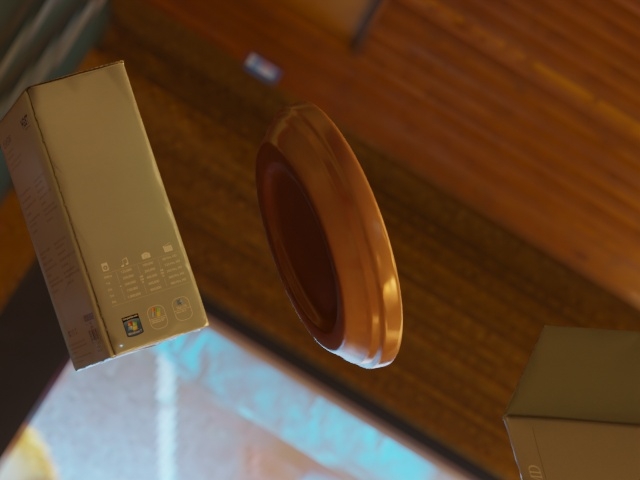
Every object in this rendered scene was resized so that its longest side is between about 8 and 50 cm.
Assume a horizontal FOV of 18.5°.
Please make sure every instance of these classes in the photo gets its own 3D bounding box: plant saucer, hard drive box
[{"bbox_3d":[0.000,0.000,1.400,0.037,0.200,0.200,-18,165,-16],"label":"plant saucer"},{"bbox_3d":[-0.190,-0.015,1.667,0.089,0.232,0.181,-18,179,-19],"label":"hard drive box"}]

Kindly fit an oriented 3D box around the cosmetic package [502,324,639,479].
[{"bbox_3d":[0.255,0.137,1.316,0.107,0.238,0.127,-62,141,-44],"label":"cosmetic package"}]
